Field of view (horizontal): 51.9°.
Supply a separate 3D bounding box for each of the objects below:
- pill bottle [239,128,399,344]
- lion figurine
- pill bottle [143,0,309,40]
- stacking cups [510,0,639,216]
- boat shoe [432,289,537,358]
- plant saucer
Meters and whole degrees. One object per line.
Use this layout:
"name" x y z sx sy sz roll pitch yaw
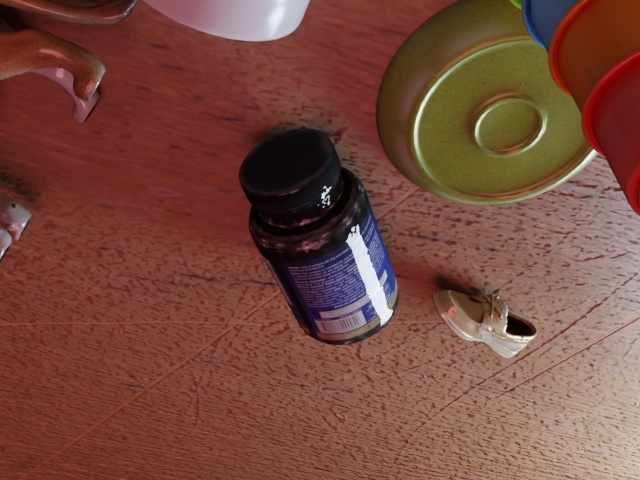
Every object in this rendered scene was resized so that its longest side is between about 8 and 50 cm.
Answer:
"pill bottle" 0.000 0.000 0.674 0.122 0.123 0.219 -12 134 12
"lion figurine" -0.348 -0.114 0.574 0.240 0.142 0.392 32 113 -19
"pill bottle" -0.027 -0.275 0.373 0.161 0.161 0.283 15 133 -15
"stacking cups" 0.166 -0.140 0.400 0.095 0.316 0.096 1 134 1
"boat shoe" 0.207 0.093 0.816 0.170 0.063 0.059 27 127 -36
"plant saucer" 0.173 -0.116 0.620 0.240 0.037 0.241 0 135 0
